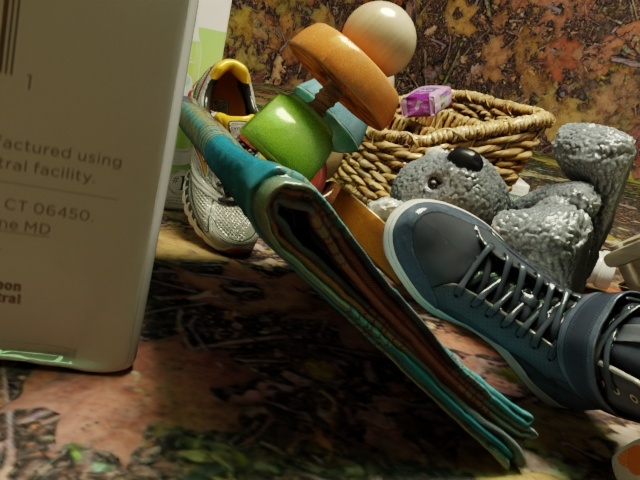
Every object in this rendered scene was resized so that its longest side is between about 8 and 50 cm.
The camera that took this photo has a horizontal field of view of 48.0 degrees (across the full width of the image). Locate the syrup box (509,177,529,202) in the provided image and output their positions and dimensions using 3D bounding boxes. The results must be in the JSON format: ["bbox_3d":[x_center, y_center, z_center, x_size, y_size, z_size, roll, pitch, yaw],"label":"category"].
[{"bbox_3d":[0.278,-0.083,1.233,0.093,0.096,0.237,13,15,0],"label":"syrup box"}]

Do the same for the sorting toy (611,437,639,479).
[{"bbox_3d":[0.240,0.166,0.458,0.083,0.045,0.075,13,35,3],"label":"sorting toy"}]

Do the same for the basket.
[{"bbox_3d":[0.147,-0.149,1.058,0.213,0.223,0.299,22,12,-20],"label":"basket"}]

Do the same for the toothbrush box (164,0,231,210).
[{"bbox_3d":[-0.239,-0.194,0.873,0.206,0.283,0.122,4,18,-25],"label":"toothbrush box"}]

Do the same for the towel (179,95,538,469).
[{"bbox_3d":[0.000,0.000,0.578,0.271,0.040,0.370,45,1,-26],"label":"towel"}]

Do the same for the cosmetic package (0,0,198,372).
[{"bbox_3d":[-0.284,-0.141,0.574,0.329,0.328,0.394,8,17,-16],"label":"cosmetic package"}]

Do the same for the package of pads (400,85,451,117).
[{"bbox_3d":[0.148,-0.195,1.003,0.050,0.032,0.083,2,22,27],"label":"package of pads"}]

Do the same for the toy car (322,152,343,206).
[{"bbox_3d":[-0.031,-0.109,0.910,0.148,0.189,0.155,10,16,-9],"label":"toy car"}]

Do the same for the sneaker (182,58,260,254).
[{"bbox_3d":[-0.106,-0.095,0.792,0.088,0.225,0.092,-4,-13,-24],"label":"sneaker"}]

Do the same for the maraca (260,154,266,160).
[{"bbox_3d":[-0.121,-0.130,1.101,0.185,0.099,0.127,43,36,14],"label":"maraca"}]

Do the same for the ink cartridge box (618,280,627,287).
[{"bbox_3d":[0.544,0.051,0.835,0.307,0.072,0.303,18,-6,12],"label":"ink cartridge box"}]

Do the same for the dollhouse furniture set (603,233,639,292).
[{"bbox_3d":[0.377,0.107,0.556,0.286,0.303,0.198,-17,-11,-31],"label":"dollhouse furniture set"}]

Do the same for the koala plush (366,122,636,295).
[{"bbox_3d":[0.161,-0.016,0.719,0.221,0.203,0.196,23,49,25],"label":"koala plush"}]

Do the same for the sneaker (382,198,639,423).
[{"bbox_3d":[0.158,0.044,0.494,0.226,0.086,0.163,39,-14,-12],"label":"sneaker"}]

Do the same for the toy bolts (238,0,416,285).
[{"bbox_3d":[0.040,-0.095,0.649,0.218,0.158,0.228,44,-1,-16],"label":"toy bolts"}]

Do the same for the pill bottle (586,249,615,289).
[{"bbox_3d":[0.323,0.024,0.946,0.120,0.067,0.067,17,16,14],"label":"pill bottle"}]
